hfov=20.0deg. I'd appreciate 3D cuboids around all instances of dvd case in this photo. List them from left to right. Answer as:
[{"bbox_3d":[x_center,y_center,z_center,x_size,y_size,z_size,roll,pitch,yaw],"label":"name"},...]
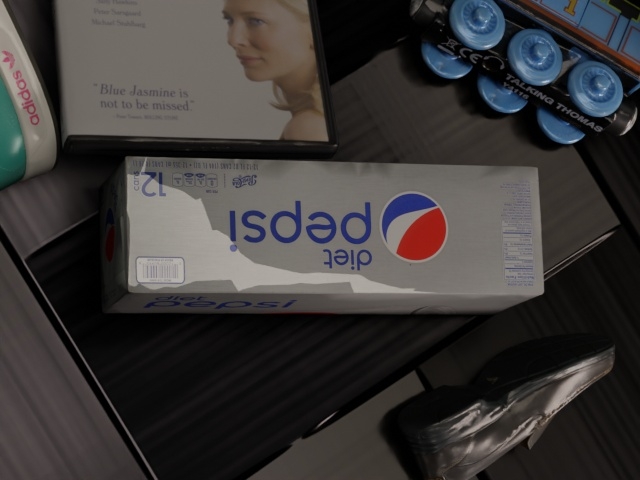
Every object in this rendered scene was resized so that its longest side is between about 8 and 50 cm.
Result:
[{"bbox_3d":[-0.091,-0.168,1.213,0.180,0.022,0.253,0,62,-17],"label":"dvd case"}]

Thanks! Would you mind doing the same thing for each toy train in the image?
[{"bbox_3d":[0.153,-0.146,1.299,0.184,0.080,0.105,29,65,-8],"label":"toy train"}]

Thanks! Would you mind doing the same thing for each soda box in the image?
[{"bbox_3d":[0.000,0.000,1.212,0.286,0.098,0.091,1,79,-17],"label":"soda box"}]

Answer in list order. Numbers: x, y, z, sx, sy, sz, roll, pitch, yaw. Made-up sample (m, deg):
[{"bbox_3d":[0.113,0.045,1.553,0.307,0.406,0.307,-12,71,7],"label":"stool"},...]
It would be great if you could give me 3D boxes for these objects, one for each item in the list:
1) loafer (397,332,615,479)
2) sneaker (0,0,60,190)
[{"bbox_3d":[0.134,0.117,1.262,0.170,0.062,0.061,-23,110,-16],"label":"loafer"},{"bbox_3d":[-0.305,-0.144,1.136,0.178,0.124,0.296,-27,91,-29],"label":"sneaker"}]
